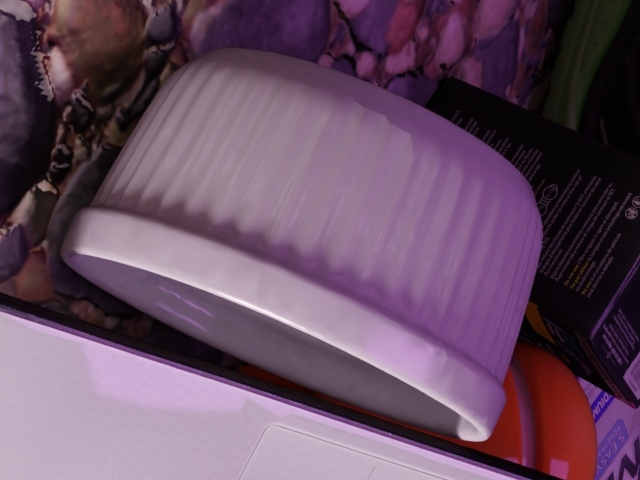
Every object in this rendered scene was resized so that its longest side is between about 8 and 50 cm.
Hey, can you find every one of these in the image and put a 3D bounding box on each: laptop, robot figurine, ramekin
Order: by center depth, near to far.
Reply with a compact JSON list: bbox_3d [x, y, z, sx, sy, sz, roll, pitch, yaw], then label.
[{"bbox_3d":[-0.044,0.293,0.740,0.382,0.236,0.408,21,106,-25],"label":"laptop"},{"bbox_3d":[0.000,0.000,0.784,0.109,0.207,0.207,-66,150,-11],"label":"ramekin"},{"bbox_3d":[0.057,0.115,0.968,0.219,0.158,0.128,2,81,-14],"label":"robot figurine"}]

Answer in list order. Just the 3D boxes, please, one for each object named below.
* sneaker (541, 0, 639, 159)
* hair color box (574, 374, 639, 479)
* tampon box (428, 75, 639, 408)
[{"bbox_3d":[0.271,-0.200,1.018,0.185,0.202,0.483,-30,137,-42],"label":"sneaker"},{"bbox_3d":[0.181,0.192,1.210,0.185,0.110,0.339,-48,135,-29],"label":"hair color box"},{"bbox_3d":[0.127,0.001,1.004,0.101,0.161,0.120,-56,148,-9],"label":"tampon box"}]
